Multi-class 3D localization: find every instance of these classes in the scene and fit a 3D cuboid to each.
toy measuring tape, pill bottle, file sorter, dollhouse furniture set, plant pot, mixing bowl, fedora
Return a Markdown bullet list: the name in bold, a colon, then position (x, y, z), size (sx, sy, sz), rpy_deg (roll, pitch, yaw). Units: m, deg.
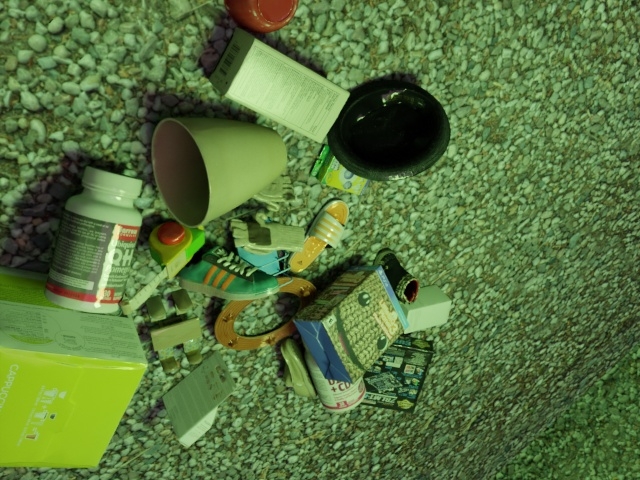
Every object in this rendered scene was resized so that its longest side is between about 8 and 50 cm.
- **toy measuring tape**: position (-0.415, 0.047, 1.608), size (0.330, 0.121, 0.121), rpy_deg (-50, 141, -38)
- **pill bottle**: position (0.040, 0.407, 2.103), size (0.160, 0.160, 0.283), rpy_deg (-25, 115, -13)
- **file sorter**: position (-0.152, 0.042, 1.760), size (0.118, 0.104, 0.170), rpy_deg (-23, 119, -29)
- **dollhouse furniture set**: position (-0.444, 0.288, 1.773), size (0.242, 0.161, 0.212), rpy_deg (-15, 127, -20)
- **plant pot**: position (-0.225, -0.188, 1.550), size (0.274, 0.256, 0.257), rpy_deg (-19, 130, -38)
- **mixing bowl**: position (-0.118, -0.547, 1.444), size (0.181, 0.098, 0.182), rpy_deg (-15, 126, -22)
- **pill bottle**: position (-0.519, -0.004, 1.494), size (0.176, 0.176, 0.319), rpy_deg (12, 94, -35)
- **fedora**: position (0.178, -0.270, 1.729), size (0.333, 0.334, 0.152), rpy_deg (-26, 160, -12)

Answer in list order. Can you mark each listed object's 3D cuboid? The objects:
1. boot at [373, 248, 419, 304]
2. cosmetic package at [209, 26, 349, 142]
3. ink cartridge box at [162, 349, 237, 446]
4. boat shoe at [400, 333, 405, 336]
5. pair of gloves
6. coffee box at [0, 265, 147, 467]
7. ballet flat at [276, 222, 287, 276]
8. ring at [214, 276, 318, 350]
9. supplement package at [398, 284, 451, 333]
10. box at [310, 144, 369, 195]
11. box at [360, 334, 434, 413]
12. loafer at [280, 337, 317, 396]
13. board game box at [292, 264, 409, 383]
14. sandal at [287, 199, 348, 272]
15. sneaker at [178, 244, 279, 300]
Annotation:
- **boot**: position (0.226, 0.169, 2.063), size (0.085, 0.178, 0.237), rpy_deg (-3, 121, -30)
- **cosmetic package**: position (-0.098, -0.372, 1.552), size (0.296, 0.129, 0.153), rpy_deg (22, 106, -37)
- **ink cartridge box**: position (-0.355, 0.473, 1.929), size (0.232, 0.189, 0.066), rpy_deg (-38, 132, -3)
- **boat shoe**: position (0.267, 0.381, 2.303), size (0.116, 0.099, 0.320), rpy_deg (-13, 122, 23)
- **pair of gloves**: position (-0.150, -0.075, 1.684), size (0.204, 0.240, 0.042), rpy_deg (0, 160, -28)
- **coffee box**: position (-0.668, 0.307, 1.543), size (0.338, 0.334, 0.338), rpy_deg (16, 111, -36)
- **ballet flat**: position (-0.117, 0.026, 1.857), size (0.057, 0.049, 0.173), rpy_deg (-15, 123, -18)
- **ring**: position (-0.156, 0.232, 1.930), size (0.336, 0.032, 0.337), rpy_deg (-20, 144, -16)
- **supplement package**: position (0.349, 0.238, 2.230), size (0.179, 0.105, 0.105), rpy_deg (-10, 124, -23)
- **box**: position (0.065, -0.199, 1.818), size (0.179, 0.043, 0.105), rpy_deg (14, 112, -34)
- **box**: position (0.219, 0.457, 2.243), size (0.295, 0.073, 0.294), rpy_deg (10, 120, -1)
- **loafer**: position (-0.084, 0.435, 2.117), size (0.092, 0.102, 0.269), rpy_deg (-17, 124, 6)
- **board game box**: position (0.098, 0.250, 1.953), size (0.291, 0.141, 0.232), rpy_deg (-40, 111, -34)
- **sandal**: position (0.007, 0.004, 1.897), size (0.102, 0.076, 0.265), rpy_deg (27, 105, -39)
- **sneaker**: position (-0.250, 0.078, 1.686), size (0.108, 0.302, 0.121), rpy_deg (-35, 128, -62)
